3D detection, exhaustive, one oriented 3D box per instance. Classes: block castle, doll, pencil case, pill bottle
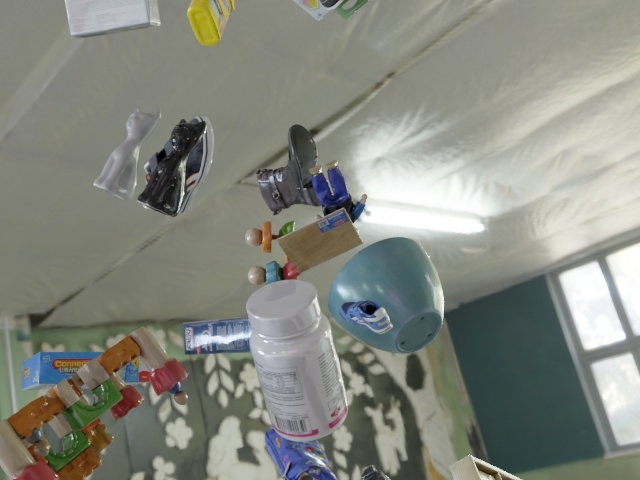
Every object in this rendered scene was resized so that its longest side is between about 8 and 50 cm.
[{"bbox_3d":[-0.523,0.407,1.508,0.303,0.213,0.453,-34,3,40],"label":"block castle"},{"bbox_3d":[0.043,-0.081,1.551,0.129,0.189,0.046,-19,20,6],"label":"doll"},{"bbox_3d":[-0.052,0.521,1.649,0.133,0.119,0.306,25,4,-18],"label":"pencil case"},{"bbox_3d":[-0.046,0.228,1.344,0.160,0.283,0.160,-9,27,5],"label":"pill bottle"}]

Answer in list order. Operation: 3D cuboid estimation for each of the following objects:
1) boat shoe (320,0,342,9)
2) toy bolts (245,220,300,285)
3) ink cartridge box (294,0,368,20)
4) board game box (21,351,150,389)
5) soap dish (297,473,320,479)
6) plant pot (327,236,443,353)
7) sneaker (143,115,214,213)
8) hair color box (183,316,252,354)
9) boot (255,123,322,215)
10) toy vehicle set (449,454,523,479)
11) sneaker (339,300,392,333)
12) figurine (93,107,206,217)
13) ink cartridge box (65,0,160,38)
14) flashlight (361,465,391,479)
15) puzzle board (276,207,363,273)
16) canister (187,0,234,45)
[{"bbox_3d":[0.027,-0.365,1.003,0.038,0.046,0.125,28,-5,-25],"label":"boat shoe"},{"bbox_3d":[-0.154,0.075,2.199,0.158,0.228,0.218,-2,-48,-7],"label":"toy bolts"},{"bbox_3d":[-0.003,-0.572,1.589,0.209,0.062,0.109,35,-28,-21],"label":"ink cartridge box"},{"bbox_3d":[-0.674,0.376,2.008,0.302,0.086,0.308,5,-16,-30],"label":"board game box"},{"bbox_3d":[0.039,0.486,1.050,0.291,0.118,0.229,13,24,20],"label":"soap dish"},{"bbox_3d":[0.190,0.164,1.728,0.290,0.195,0.290,-18,-47,-20],"label":"plant pot"},{"bbox_3d":[-0.370,-0.181,1.788,0.127,0.126,0.321,-4,-39,-33],"label":"sneaker"},{"bbox_3d":[-0.244,0.285,2.121,0.347,0.105,0.174,-11,-9,41],"label":"hair color box"},{"bbox_3d":[-0.108,-0.197,2.026,0.229,0.263,0.091,1,20,44],"label":"boot"},{"bbox_3d":[0.284,0.413,0.988,0.035,0.166,0.267,-35,-42,18],"label":"toy vehicle set"},{"bbox_3d":[0.094,0.151,1.501,0.053,0.059,0.144,-39,33,-30],"label":"sneaker"},{"bbox_3d":[-0.358,-0.178,1.483,0.215,0.209,0.092,19,-7,27],"label":"figurine"},{"bbox_3d":[-0.448,-0.555,1.463,0.189,0.232,0.066,-4,7,14],"label":"ink cartridge box"},{"bbox_3d":[0.177,0.538,1.226,0.103,0.304,0.103,-49,13,-19],"label":"flashlight"},{"bbox_3d":[0.000,0.000,1.215,0.128,0.011,0.096,-26,-46,6],"label":"puzzle board"},{"bbox_3d":[-0.287,-0.609,1.837,0.073,0.170,0.126,-2,-40,14],"label":"canister"}]
